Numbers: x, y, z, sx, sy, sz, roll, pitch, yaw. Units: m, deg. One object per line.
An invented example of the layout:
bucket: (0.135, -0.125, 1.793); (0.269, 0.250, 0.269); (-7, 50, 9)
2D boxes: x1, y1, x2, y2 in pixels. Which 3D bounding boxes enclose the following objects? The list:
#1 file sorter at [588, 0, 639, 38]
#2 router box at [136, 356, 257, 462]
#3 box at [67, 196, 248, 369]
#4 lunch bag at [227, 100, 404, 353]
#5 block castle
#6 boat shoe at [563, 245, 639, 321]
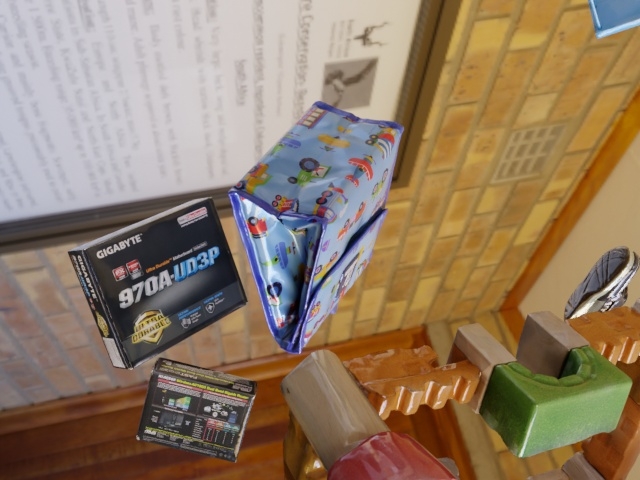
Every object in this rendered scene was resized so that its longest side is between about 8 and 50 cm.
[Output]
file sorter: (0.383, -0.366, 0.899); (0.104, 0.118, 0.170); (43, 41, -48)
router box: (-0.144, 0.196, 0.835); (0.038, 0.122, 0.092); (-95, -159, -74)
box: (-0.221, 0.055, 1.016); (0.051, 0.220, 0.175); (-5, -73, 47)
lunch bag: (0.000, 0.000, 0.980); (0.221, 0.138, 0.293); (-52, 153, -39)
block castle: (0.184, 0.236, 0.611); (0.213, 0.453, 0.303); (49, -43, 50)
boat shoe: (0.358, 0.061, 0.896); (0.152, 0.049, 0.056); (110, -2, -56)
